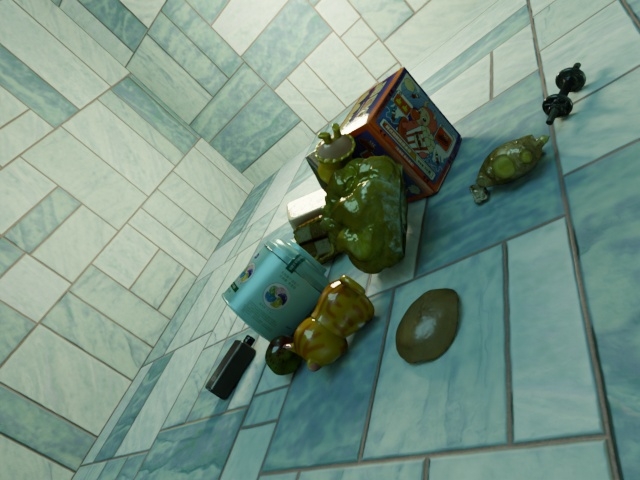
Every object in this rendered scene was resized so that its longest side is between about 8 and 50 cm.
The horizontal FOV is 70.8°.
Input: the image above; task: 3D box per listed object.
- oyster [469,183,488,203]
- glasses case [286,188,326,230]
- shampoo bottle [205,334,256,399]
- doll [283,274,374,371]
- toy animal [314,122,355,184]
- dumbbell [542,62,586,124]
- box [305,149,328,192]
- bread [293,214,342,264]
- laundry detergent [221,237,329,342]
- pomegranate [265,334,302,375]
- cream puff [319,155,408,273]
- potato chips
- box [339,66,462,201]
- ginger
[{"bbox_3d":[0.457,-0.138,1.296,0.051,0.034,0.093,-53,25,37],"label":"oyster"},{"bbox_3d":[0.023,-0.155,1.898,0.336,0.076,0.144,-23,36,6],"label":"glasses case"},{"bbox_3d":[-0.329,0.471,1.704,0.080,0.079,0.246,-10,42,57],"label":"shampoo bottle"},{"bbox_3d":[0.036,0.236,1.290,0.166,0.162,0.270,26,84,54],"label":"doll"},{"bbox_3d":[0.058,-0.270,1.485,0.155,0.230,0.156,-12,46,13],"label":"toy animal"},{"bbox_3d":[0.686,-0.416,1.268,0.254,0.081,0.081,-57,22,-22],"label":"dumbbell"},{"bbox_3d":[0.073,-0.204,1.715,0.084,0.198,0.310,-35,49,-3],"label":"box"},{"bbox_3d":[0.000,0.000,1.778,0.096,0.182,0.222,-15,-6,-45],"label":"bread"},{"bbox_3d":[-0.141,0.165,1.586,0.305,0.287,0.287,-50,20,-5],"label":"laundry detergent"},{"bbox_3d":[-0.120,0.363,1.422,0.130,0.130,0.130,-40,21,19],"label":"pomegranate"},{"bbox_3d":[0.127,-0.083,1.392,0.275,0.379,0.378,-1,37,13],"label":"cream puff"},{"bbox_3d":[0.247,0.190,1.079,0.208,0.061,0.195,-50,18,-1],"label":"potato chips"},{"bbox_3d":[0.272,-0.358,1.614,0.256,0.348,0.319,-17,35,54],"label":"box"},{"bbox_3d":[0.519,-0.217,1.217,0.216,0.102,0.157,-32,2,44],"label":"ginger"}]
